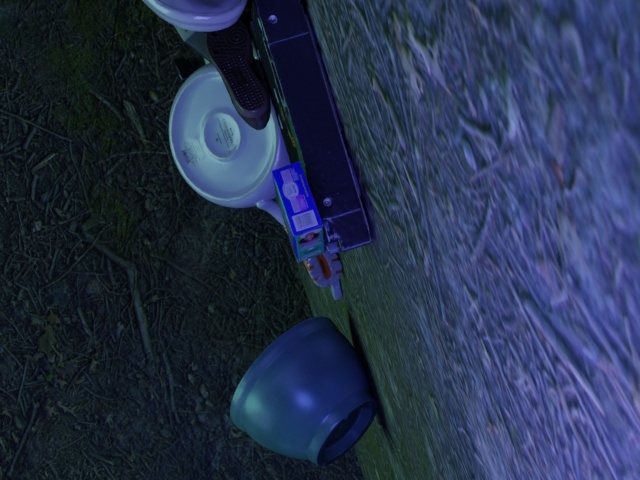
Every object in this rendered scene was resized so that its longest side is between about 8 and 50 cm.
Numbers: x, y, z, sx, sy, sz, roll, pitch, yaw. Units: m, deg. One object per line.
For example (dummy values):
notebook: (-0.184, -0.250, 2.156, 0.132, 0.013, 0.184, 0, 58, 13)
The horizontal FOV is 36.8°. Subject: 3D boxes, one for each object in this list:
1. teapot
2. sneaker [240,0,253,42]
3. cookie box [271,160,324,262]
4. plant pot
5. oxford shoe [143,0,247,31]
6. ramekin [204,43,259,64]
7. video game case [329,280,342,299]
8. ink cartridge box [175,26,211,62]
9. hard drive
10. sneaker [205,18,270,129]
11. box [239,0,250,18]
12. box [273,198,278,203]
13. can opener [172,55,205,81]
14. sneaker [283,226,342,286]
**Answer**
teapot: (-0.104, -0.172, 1.552, 0.187, 0.252, 0.256, -18, -51, -59)
sneaker: (-0.157, -0.407, 1.808, 0.125, 0.104, 0.262, 51, -175, 12)
cookie box: (-0.027, -0.034, 1.196, 0.107, 0.040, 0.092, 83, 168, -71)
plant pot: (-0.010, 0.329, 1.948, 0.196, 0.293, 0.293, 41, 160, 27)
oxford shoe: (-0.198, -0.463, 1.197, 0.130, 0.169, 0.450, 127, 129, -61)
ramekin: (-0.185, -0.380, 2.140, 0.273, 0.127, 0.273, 163, 90, -85)
video game case: (0.000, 0.000, 1.966, 0.173, 0.022, 0.190, 79, 173, -51)
ink cartridge box: (-0.234, -0.475, 1.976, 0.176, 0.128, 0.127, 57, -166, 28)
hard drive: (-0.017, -0.153, 1.295, 0.237, 0.064, 0.339, -166, 60, -85)
sneaker: (-0.121, -0.243, 1.403, 0.071, 0.066, 0.188, 82, 170, -64)
box: (-0.214, -0.419, 1.462, 0.191, 0.143, 0.381, 33, -175, -3)
box: (-0.083, -0.185, 1.917, 0.183, 0.056, 0.231, -134, 34, -82)
can opener: (-0.257, -0.324, 2.073, 0.186, 0.073, 0.059, 61, 163, 23)
sneaker: (-0.028, -0.017, 1.787, 0.083, 0.084, 0.215, -137, 29, -68)
